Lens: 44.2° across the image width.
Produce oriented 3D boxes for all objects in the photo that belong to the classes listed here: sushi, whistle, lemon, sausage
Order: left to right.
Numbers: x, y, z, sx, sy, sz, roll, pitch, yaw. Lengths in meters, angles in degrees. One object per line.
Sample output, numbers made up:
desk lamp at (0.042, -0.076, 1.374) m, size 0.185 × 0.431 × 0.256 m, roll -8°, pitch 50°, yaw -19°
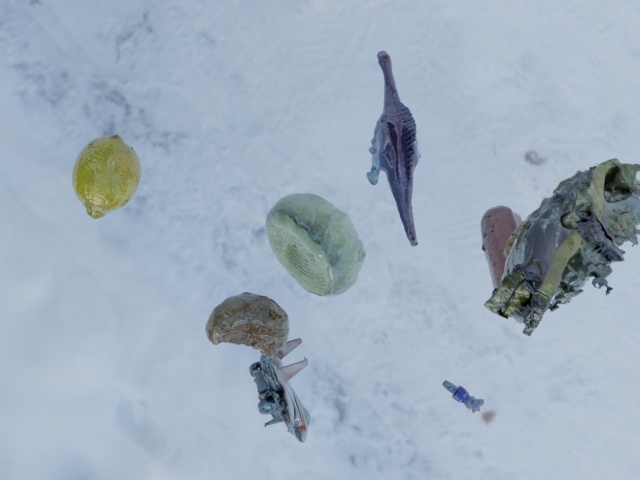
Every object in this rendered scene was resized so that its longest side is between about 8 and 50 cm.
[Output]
lemon at (-0.200, -0.059, 0.736) m, size 0.062 × 0.062 × 0.083 m, roll 18°, pitch 103°, yaw -5°
whistle at (0.259, 0.281, 1.438) m, size 0.083 × 0.029 × 0.033 m, roll 35°, pitch 108°, yaw 4°
sausage at (0.381, 0.033, 1.591) m, size 0.102 × 0.330 × 0.102 m, roll 1°, pitch 124°, yaw 1°
sushi at (0.309, 0.008, 0.985) m, size 0.131 × 0.291 × 0.139 m, roll 36°, pitch 145°, yaw 11°

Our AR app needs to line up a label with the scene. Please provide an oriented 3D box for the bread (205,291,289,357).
bread at (-0.092, 0.106, 1.049) m, size 0.113 × 0.060 × 0.082 m, roll 22°, pitch 118°, yaw -28°

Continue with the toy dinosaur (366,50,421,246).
toy dinosaur at (0.065, -0.079, 0.696) m, size 0.045 × 0.198 × 0.080 m, roll -5°, pitch 157°, yaw -3°

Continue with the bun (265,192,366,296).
bun at (0.000, 0.000, 1.350) m, size 0.118 × 0.195 × 0.196 m, roll -34°, pitch 119°, yaw -24°

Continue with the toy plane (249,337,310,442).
toy plane at (-0.072, 0.303, 1.511) m, size 0.104 × 0.223 × 0.326 m, roll -11°, pitch 134°, yaw -8°
